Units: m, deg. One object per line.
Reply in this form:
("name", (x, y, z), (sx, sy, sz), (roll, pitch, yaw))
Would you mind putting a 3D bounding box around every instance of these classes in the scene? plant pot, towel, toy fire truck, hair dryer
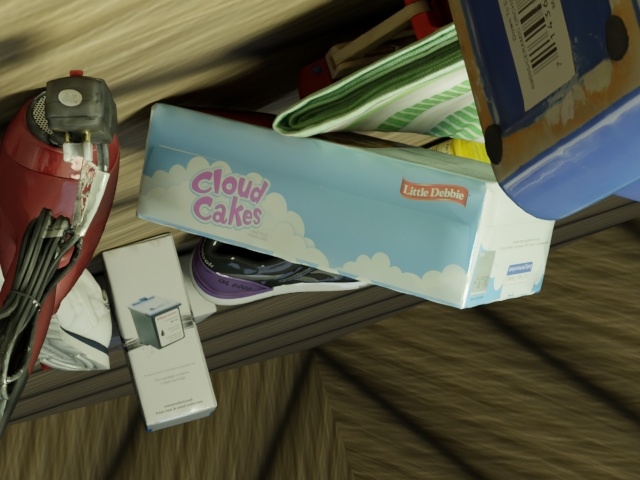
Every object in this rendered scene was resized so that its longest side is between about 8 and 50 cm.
("plant pot", (0.182, -0.135, 0.712), (0.212, 0.236, 0.236), (-10, 171, -19))
("towel", (0.148, -0.121, 1.084), (0.248, 0.038, 0.325), (-24, 172, 28))
("toy fire truck", (0.049, -0.131, 1.079), (0.192, 0.047, 0.135), (-24, 171, 32))
("hair dryer", (-0.189, 0.010, 0.968), (0.080, 0.223, 0.293), (21, 175, -2))

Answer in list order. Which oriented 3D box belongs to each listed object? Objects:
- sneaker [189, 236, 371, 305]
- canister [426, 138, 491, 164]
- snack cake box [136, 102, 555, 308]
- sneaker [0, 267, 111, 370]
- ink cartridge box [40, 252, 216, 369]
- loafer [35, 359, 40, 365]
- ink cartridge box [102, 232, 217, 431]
("sneaker", (0.000, 0.000, 1.716), (0.283, 0.107, 0.124), (-16, 166, -15))
("canister", (0.115, -0.035, 1.643), (0.170, 0.126, 0.073), (-20, 173, 29))
("snack cake box", (0.020, -0.030, 1.115), (0.264, 0.089, 0.152), (15, -170, 27))
("sneaker", (-0.275, 0.055, 1.535), (0.090, 0.095, 0.235), (2, 158, 17))
("ink cartridge box", (-0.254, 0.088, 1.805), (0.231, 0.078, 0.134), (-14, 171, -26))
("loafer", (-0.384, 0.112, 1.600), (0.251, 0.094, 0.087), (-17, 176, -13))
("ink cartridge box", (-0.174, 0.103, 1.675), (0.082, 0.191, 0.139), (-16, 172, -9))
